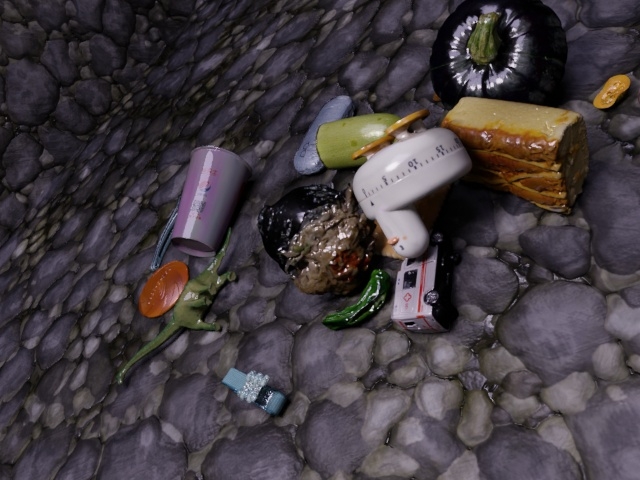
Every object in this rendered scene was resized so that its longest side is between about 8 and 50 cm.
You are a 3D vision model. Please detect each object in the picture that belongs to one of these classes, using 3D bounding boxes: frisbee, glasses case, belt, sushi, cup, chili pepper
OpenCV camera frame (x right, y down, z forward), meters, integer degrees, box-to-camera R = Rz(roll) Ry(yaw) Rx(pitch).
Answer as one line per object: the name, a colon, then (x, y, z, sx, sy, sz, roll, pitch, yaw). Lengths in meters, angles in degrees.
frisbee: (-0.471, 0.138, 1.558, 0.192, 0.035, 0.192, -21, 47, 24)
glasses case: (0.013, -0.306, 1.520, 0.109, 0.067, 0.282, 7, 63, 39)
belt: (-0.154, 0.311, 1.120, 0.179, 0.100, 0.065, 8, 58, 45)
sushi: (0.003, 0.003, 1.153, 0.225, 0.238, 0.218, -17, 44, -23)
cup: (-0.333, -0.106, 1.553, 0.203, 0.203, 0.288, -6, 60, 35)
chili pepper: (0.081, 0.137, 1.114, 0.182, 0.050, 0.073, -40, 48, 8)

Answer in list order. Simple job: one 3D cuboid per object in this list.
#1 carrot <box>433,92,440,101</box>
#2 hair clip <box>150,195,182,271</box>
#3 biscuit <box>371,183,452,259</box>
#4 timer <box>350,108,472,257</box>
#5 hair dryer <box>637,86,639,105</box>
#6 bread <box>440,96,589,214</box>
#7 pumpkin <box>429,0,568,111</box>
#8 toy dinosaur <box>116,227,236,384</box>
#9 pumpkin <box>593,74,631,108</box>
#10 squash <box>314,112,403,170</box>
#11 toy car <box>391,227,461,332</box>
carrot: (0.378, -0.403, 1.328, 0.210, 0.061, 0.061, -22, 45, 30)
hair clip: (-0.479, -0.023, 1.699, 0.083, 0.048, 0.275, 7, 66, 40)
biscuit: (0.198, -0.071, 1.205, 0.160, 0.030, 0.249, 11, 65, 43)
timer: (0.185, -0.105, 1.031, 0.234, 0.240, 0.233, -28, 0, 0)
hair dryer: (0.751, -0.251, 0.868, 0.210, 0.125, 0.352, -45, 48, 0)
bread: (0.374, -0.174, 1.040, 0.114, 0.184, 0.275, -44, 40, -14)
pumpkin: (0.371, -0.392, 1.140, 0.296, 0.296, 0.295, -21, 46, 24)
toy dinosaur: (-0.373, 0.176, 1.426, 0.301, 0.087, 0.446, -15, 46, 38)
pumpkin: (0.599, -0.299, 1.081, 0.083, 0.028, 0.050, -47, 42, 10)
squash: (0.120, -0.260, 1.348, 0.247, 0.132, 0.132, -5, 54, 37)
toy car: (0.206, 0.077, 1.036, 0.108, 0.089, 0.209, -12, 53, 37)
